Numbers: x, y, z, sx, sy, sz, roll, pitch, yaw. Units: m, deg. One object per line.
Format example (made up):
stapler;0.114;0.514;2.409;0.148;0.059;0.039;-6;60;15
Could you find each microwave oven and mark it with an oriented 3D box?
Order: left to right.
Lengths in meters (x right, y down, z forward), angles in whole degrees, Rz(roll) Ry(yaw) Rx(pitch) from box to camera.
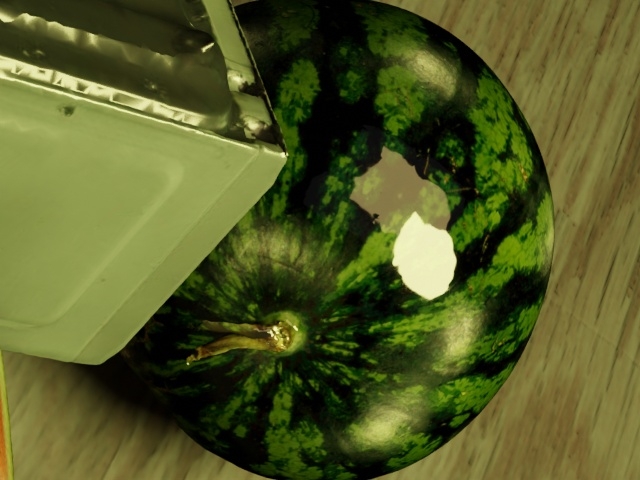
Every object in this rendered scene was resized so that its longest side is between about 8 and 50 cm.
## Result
microwave oven;-0.171;-0.122;0.881;0.237;0.181;0.295;15;42;-40

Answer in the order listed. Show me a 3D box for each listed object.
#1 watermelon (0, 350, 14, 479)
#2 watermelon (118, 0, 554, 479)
watermelon;-0.227;0.065;0.922;0.145;0.137;0.193;-11;89;-7
watermelon;0.001;-0.002;1.041;0.269;0.269;0.269;13;70;-40
